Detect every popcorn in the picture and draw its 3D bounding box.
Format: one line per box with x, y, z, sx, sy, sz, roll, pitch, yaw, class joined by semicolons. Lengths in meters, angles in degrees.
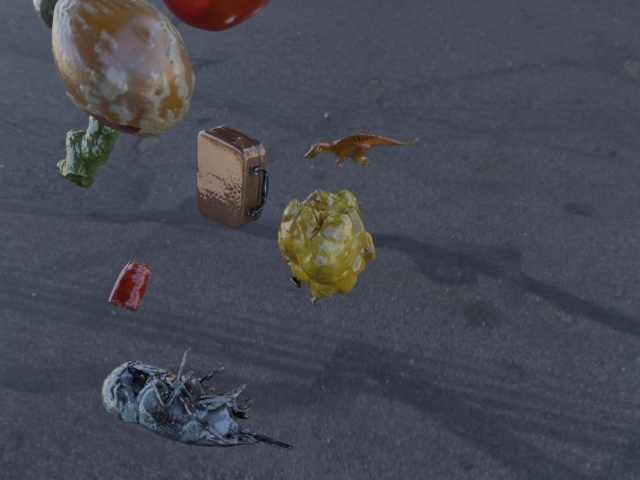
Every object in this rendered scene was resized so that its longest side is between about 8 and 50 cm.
0.003;0.000;1.103;0.191;0.253;0.190;-36;49;-27;popcorn

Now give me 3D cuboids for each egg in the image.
-0.296;-0.265;0.826;0.195;0.233;0.195;-16;50;20;egg

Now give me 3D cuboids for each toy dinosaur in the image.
0.084;-0.213;1.180;0.212;0.142;0.057;-23;70;28;toy dinosaur

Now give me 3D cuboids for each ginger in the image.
-0.616;-0.273;1.467;0.137;0.290;0.089;53;25;24;ginger

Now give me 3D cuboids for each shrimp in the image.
-0.226;0.291;0.991;0.372;0.172;0.137;7;50;5;shrimp

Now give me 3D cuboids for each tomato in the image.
-0.268;-0.702;1.375;0.290;0.325;0.293;-15;41;48;tomato

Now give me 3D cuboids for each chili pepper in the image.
-0.459;0.109;1.339;0.073;0.070;0.123;4;67;32;chili pepper

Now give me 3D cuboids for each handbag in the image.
-0.179;-0.125;1.105;0.151;0.193;0.072;22;31;27;handbag

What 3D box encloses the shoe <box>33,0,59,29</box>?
-0.381;-0.471;0.936;0.159;0.124;0.316;33;52;17;shoe
